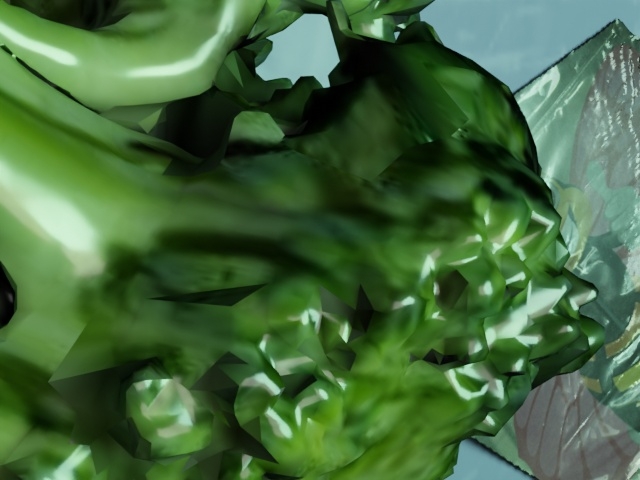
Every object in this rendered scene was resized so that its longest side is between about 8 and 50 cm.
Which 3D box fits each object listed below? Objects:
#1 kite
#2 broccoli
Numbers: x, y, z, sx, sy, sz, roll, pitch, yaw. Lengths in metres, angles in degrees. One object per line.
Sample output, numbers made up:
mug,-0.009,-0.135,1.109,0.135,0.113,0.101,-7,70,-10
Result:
kite,0.178,0.075,0.729,0.360,0.022,0.204,45,74,-22
broccoli,-0.095,0.023,0.442,0.339,0.277,0.317,-11,104,-30
